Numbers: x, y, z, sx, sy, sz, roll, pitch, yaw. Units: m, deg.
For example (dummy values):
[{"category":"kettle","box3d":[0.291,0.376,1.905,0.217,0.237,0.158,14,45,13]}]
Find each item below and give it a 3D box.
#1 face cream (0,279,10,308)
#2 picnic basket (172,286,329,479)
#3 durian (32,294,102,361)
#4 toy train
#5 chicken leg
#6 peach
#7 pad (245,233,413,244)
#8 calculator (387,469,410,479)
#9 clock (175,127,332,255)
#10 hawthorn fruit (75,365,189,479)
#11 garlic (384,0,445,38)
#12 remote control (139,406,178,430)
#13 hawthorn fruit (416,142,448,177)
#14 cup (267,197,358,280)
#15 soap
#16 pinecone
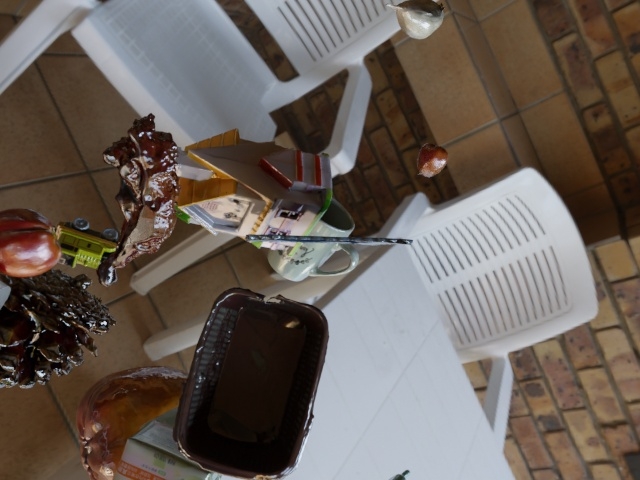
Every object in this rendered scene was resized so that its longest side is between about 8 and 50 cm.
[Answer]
[{"category":"face cream","box3d":[-0.547,0.088,0.687,0.153,0.177,0.177,39,39,-13]},{"category":"picnic basket","box3d":[-0.115,0.239,0.884,0.222,0.129,0.297,15,80,-3]},{"category":"durian","box3d":[-0.687,0.221,1.356,0.144,0.139,0.252,24,35,-10]},{"category":"toy train","box3d":[-0.634,0.021,1.393,0.219,0.089,0.127,21,43,-21]},{"category":"chicken leg","box3d":[-0.207,-0.038,0.585,0.089,0.219,0.048,16,26,3]},{"category":"peach","box3d":[-0.418,0.006,0.706,0.100,0.100,0.101,33,46,-42]},{"category":"pad","box3d":[0.000,0.000,0.907,0.269,0.268,0.012,178,-86,-81]},{"category":"calculator","box3d":[0.116,0.482,0.962,0.153,0.095,0.021,-29,68,-41]},{"category":"clock","box3d":[-0.162,-0.106,1.052,0.309,0.235,0.166,10,56,-22]},{"category":"hawthorn fruit","box3d":[-0.585,0.641,1.739,0.471,0.471,0.472,33,46,-42]},{"category":"garlic","box3d":[0.188,-0.432,1.001,0.084,0.066,0.152,33,44,16]},{"category":"remote control","box3d":[-0.326,0.474,1.370,0.296,0.140,0.056,-17,105,-42]},{"category":"hawthorn fruit","box3d":[0.301,-0.216,1.399,0.081,0.093,0.081,18,21,-7]},{"category":"cup","box3d":[-0.015,0.018,1.464,0.258,0.234,0.186,44,27,18]},{"category":"soap","box3d":[-0.322,0.511,1.068,0.138,0.199,0.182,35,75,-83]},{"category":"pinecone","box3d":[-0.607,0.182,1.072,0.298,0.295,0.242,74,-7,-70]}]
